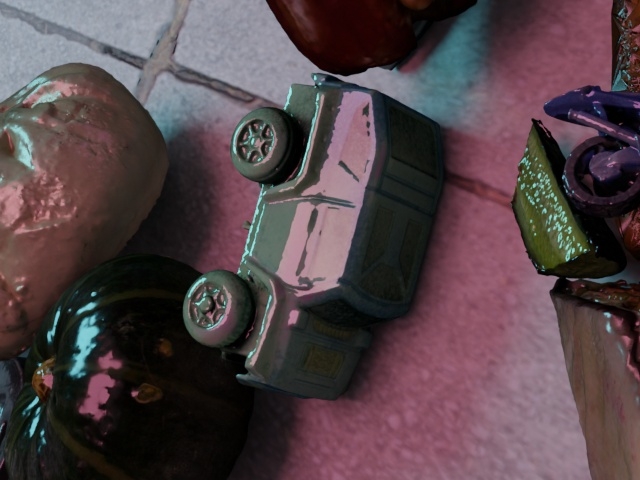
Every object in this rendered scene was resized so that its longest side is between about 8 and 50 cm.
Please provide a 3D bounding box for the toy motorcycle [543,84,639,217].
[{"bbox_3d":[0.263,-0.080,1.090,0.205,0.076,0.114,-13,56,9],"label":"toy motorcycle"}]

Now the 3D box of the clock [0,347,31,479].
[{"bbox_3d":[-0.376,0.240,1.819,0.312,0.061,0.313,-39,37,37],"label":"clock"}]

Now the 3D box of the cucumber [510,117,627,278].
[{"bbox_3d":[0.183,-0.015,1.195,0.220,0.046,0.070,-99,33,-62],"label":"cucumber"}]

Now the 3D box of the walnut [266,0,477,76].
[{"bbox_3d":[0.046,-0.288,1.328,0.269,0.221,0.244,68,158,-2],"label":"walnut"}]

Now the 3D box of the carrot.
[{"bbox_3d":[0.246,-0.095,1.174,0.069,0.069,0.229,-21,58,47],"label":"carrot"}]

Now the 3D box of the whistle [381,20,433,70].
[{"bbox_3d":[-0.008,-0.296,1.524,0.163,0.163,0.290,-54,39,23],"label":"whistle"}]

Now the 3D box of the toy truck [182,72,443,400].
[{"bbox_3d":[0.000,0.000,1.387,0.156,0.155,0.279,11,84,37],"label":"toy truck"}]

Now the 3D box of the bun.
[{"bbox_3d":[-0.329,-0.038,1.712,0.360,0.211,0.360,-44,16,17],"label":"bun"}]

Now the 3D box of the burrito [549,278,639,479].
[{"bbox_3d":[0.228,0.131,1.043,0.175,0.107,0.348,113,158,-52],"label":"burrito"}]

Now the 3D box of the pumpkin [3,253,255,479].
[{"bbox_3d":[-0.176,0.158,1.504,0.300,0.207,0.300,-52,23,33],"label":"pumpkin"}]
